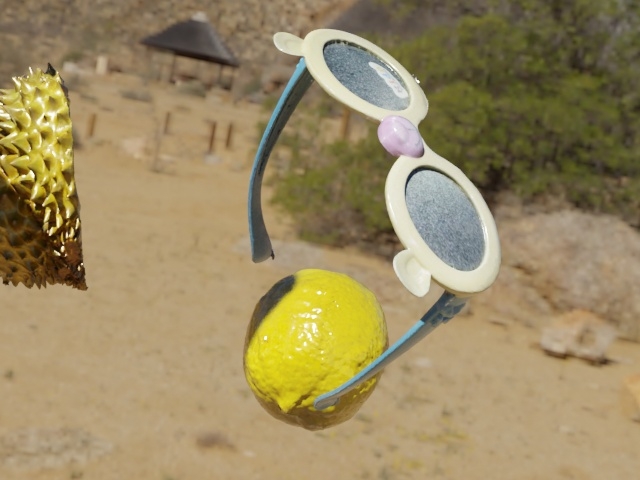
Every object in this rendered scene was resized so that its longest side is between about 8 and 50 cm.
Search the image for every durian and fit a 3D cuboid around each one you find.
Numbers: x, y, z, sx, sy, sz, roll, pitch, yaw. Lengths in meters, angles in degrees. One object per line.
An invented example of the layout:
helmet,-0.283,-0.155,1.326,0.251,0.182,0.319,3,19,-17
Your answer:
durian,-0.329,-0.073,1.381,0.138,0.249,0.183,-4,-21,-6

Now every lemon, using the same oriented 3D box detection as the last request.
lemon,-0.005,0.128,1.508,0.181,0.180,0.193,11,21,3

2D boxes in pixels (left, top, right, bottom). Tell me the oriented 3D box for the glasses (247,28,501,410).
glasses,0.026,-0.007,0.784,0.088,0.189,0.220,-17,-26,-21
